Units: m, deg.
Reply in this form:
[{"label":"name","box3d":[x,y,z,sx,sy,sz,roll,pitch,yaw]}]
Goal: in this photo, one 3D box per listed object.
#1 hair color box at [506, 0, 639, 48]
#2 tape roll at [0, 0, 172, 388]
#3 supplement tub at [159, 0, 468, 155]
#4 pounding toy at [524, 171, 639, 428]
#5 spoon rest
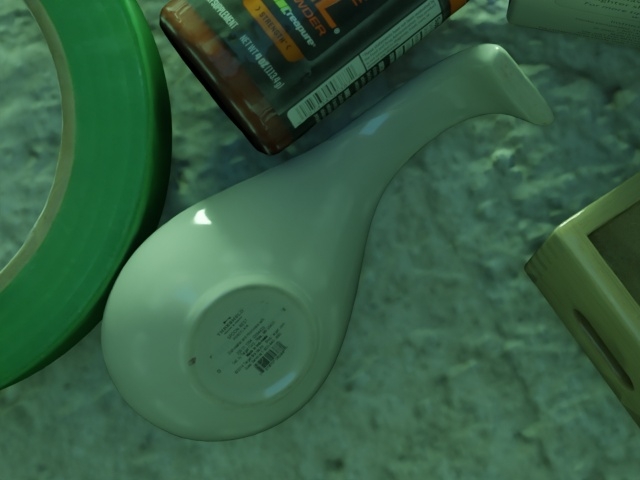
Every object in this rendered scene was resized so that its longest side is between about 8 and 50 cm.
[{"label":"hair color box","box3d":[0.197,-0.179,0.541,0.185,0.339,0.110,12,85,4]},{"label":"tape roll","box3d":[-0.247,-0.061,0.671,0.321,0.077,0.321,0,90,1]},{"label":"supplement tub","box3d":[0.015,-0.145,0.665,0.198,0.106,0.106,-39,83,-2]},{"label":"pounding toy","box3d":[0.219,-0.019,0.653,0.206,0.094,0.181,-33,78,-10]},{"label":"spoon rest","box3d":[0.000,0.000,0.661,0.276,0.084,0.137,-42,115,1]}]
